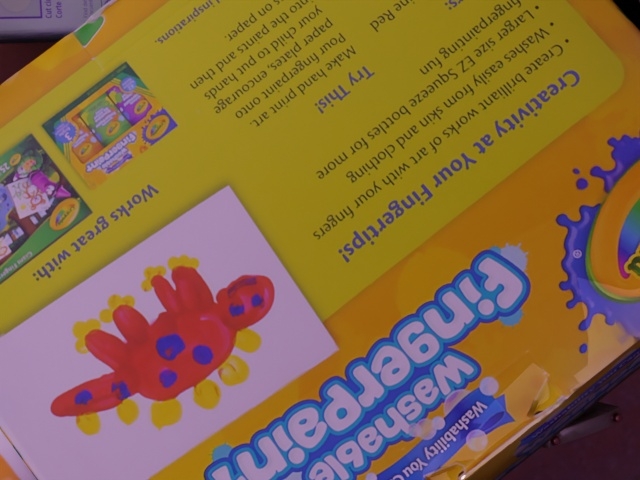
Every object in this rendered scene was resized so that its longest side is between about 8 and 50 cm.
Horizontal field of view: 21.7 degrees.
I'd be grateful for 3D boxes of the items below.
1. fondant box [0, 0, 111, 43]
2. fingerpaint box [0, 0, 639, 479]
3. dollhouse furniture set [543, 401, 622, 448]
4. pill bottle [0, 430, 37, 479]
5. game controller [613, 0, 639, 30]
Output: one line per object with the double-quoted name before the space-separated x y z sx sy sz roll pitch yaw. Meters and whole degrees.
"fondant box" -0.265 -0.244 1.045 0.330 0.096 0.238 -6 94 -37
"fingerpaint box" 0.000 0.000 1.052 0.445 0.163 0.371 -39 76 -5
"dollhouse furniture set" 0.100 0.093 1.213 0.184 0.129 0.129 -17 98 -18
"pill bottle" -0.291 0.228 1.068 0.272 0.152 0.152 -39 104 -14
"game controller" 0.160 -0.117 1.185 0.166 0.067 0.319 -13 70 -18
